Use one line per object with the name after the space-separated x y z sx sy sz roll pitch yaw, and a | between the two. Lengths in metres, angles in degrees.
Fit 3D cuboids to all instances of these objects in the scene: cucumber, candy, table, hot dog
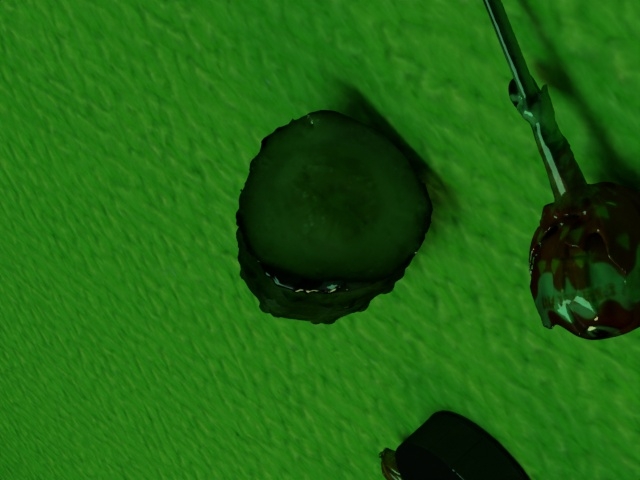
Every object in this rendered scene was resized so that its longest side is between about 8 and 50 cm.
-0.002 0.003 1.342 0.134 0.134 0.244 48 168 7 | cucumber
0.120 -0.073 1.046 0.078 0.084 0.288 9 127 65 | candy
0.122 0.205 1.512 0.133 0.043 0.133 42 157 22 | table
0.096 0.225 1.596 0.122 0.037 0.049 48 174 5 | hot dog
